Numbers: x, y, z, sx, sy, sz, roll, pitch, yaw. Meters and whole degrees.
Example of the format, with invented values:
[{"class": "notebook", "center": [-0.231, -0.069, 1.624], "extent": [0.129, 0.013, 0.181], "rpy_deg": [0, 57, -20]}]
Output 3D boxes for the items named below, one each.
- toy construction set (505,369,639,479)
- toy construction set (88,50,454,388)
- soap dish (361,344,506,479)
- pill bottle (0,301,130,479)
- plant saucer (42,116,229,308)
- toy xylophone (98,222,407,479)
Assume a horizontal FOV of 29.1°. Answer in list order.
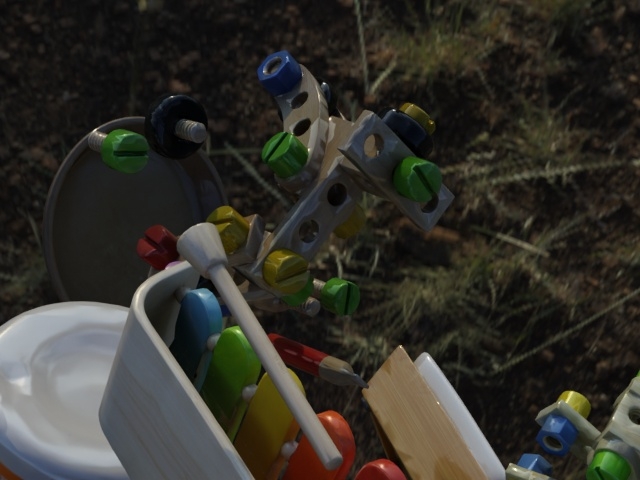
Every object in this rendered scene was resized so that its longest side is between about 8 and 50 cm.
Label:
[{"class": "toy construction set", "center": [0.327, 0.220, 0.988], "extent": [0.327, 0.215, 0.151], "rpy_deg": [23, 52, -2]}, {"class": "toy construction set", "center": [0.000, 0.000, 1.087], "extent": [0.257, 0.309, 0.237], "rpy_deg": [-36, 34, -29]}, {"class": "soap dish", "center": [0.169, 0.319, 1.698], "extent": [0.118, 0.229, 0.291], "rpy_deg": [-26, 42, -6]}, {"class": "pill bottle", "center": [-0.233, 0.270, 1.128], "extent": [0.224, 0.392, 0.224], "rpy_deg": [14, 34, -9]}, {"class": "plant saucer", "center": [-0.219, -0.007, 1.463], "extent": [0.041, 0.278, 0.278], "rpy_deg": [-1, 54, 43]}, {"class": "toy xylophone", "center": [-0.045, 0.135, 0.806], "extent": [0.081, 0.236, 0.323], "rpy_deg": [-10, 55, -37]}]
